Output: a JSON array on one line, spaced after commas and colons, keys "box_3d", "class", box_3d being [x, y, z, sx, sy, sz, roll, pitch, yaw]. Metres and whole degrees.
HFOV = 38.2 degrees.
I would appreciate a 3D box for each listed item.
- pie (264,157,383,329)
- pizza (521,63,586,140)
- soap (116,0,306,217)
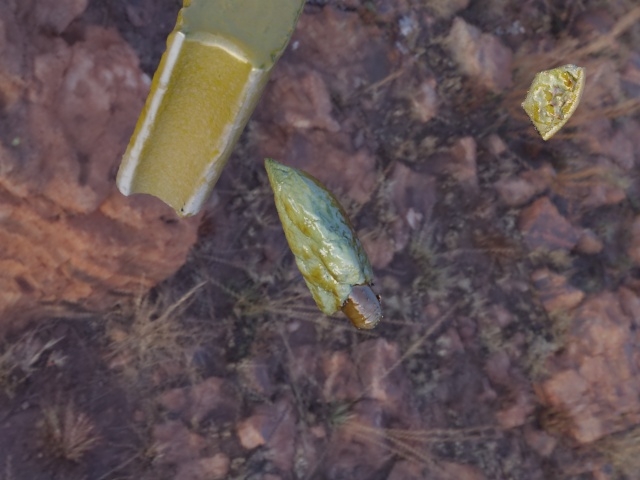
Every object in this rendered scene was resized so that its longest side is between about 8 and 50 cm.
[{"box_3d": [-0.005, -0.008, 1.394, 0.257, 0.105, 0.274, 59, -2, 33], "class": "pie"}, {"box_3d": [0.435, -0.262, 1.727, 0.099, 0.160, 0.036, 14, 31, -15], "class": "pizza"}, {"box_3d": [-0.150, -0.239, 1.290, 0.156, 0.335, 0.293, 24, 46, -11], "class": "soap"}]
